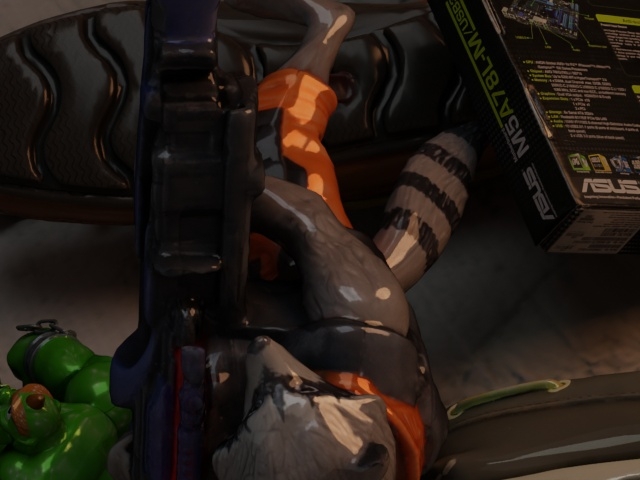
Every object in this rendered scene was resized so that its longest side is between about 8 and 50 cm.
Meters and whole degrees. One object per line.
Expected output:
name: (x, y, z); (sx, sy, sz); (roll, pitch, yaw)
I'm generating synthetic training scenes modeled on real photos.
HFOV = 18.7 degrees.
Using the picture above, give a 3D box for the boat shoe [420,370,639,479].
boat shoe: (0.187, 0.099, 0.861); (0.305, 0.109, 0.091); (-8, 40, 12)

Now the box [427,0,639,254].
box: (0.164, -0.077, 1.039); (0.191, 0.045, 0.184); (1, 52, -35)

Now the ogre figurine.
ogre figurine: (-0.152, 0.112, 0.960); (0.118, 0.096, 0.197); (-8, 16, 36)

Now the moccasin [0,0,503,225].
moccasin: (-0.035, -0.075, 1.142); (0.380, 0.147, 0.139); (-12, 74, -8)

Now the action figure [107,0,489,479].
action figure: (0.000, 0.000, 0.882); (0.179, 0.341, 0.330); (4, 35, -1)
